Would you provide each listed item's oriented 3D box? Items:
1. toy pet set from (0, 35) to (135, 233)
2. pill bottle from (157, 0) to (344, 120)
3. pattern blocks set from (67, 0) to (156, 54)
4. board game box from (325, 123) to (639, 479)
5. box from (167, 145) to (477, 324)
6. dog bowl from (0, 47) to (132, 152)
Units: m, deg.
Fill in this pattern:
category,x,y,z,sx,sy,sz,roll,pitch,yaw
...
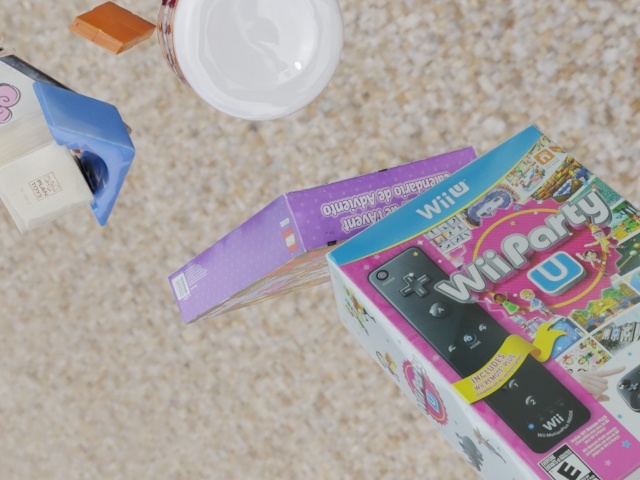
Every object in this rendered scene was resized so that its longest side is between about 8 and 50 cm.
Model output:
category,x,y,z,sx,sy,sz,roll,pitch,yaw
toy pet set,-0.134,-0.065,0.649,0.114,0.065,0.122,59,173,49
pill bottle,-0.043,-0.113,0.724,0.086,0.086,0.152,62,175,-14
pattern blocks set,-0.217,-0.277,1.170,0.026,0.325,0.285,-47,45,43
board game box,0.181,0.071,1.066,0.303,0.224,0.097,45,161,38
box,0.000,0.000,1.278,0.293,0.201,0.057,-31,77,60
dog bowl,-0.441,-0.175,1.632,0.408,0.150,0.408,29,178,1
